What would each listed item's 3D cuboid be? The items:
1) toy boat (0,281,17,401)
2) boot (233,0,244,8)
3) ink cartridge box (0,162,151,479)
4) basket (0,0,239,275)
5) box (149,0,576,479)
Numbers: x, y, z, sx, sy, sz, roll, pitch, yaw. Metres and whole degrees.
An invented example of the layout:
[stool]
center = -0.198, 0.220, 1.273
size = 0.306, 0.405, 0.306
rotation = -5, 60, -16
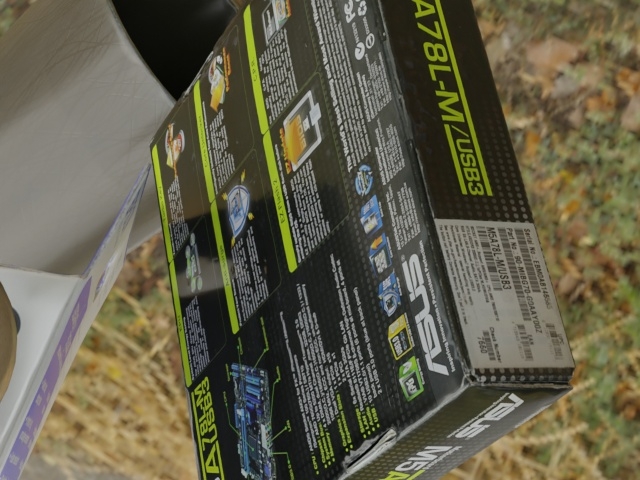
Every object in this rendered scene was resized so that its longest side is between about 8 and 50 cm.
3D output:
[toy boat]
center = -0.188, 0.049, 0.335
size = 0.231, 0.151, 0.151
rotation = -36, 101, 7
[boot]
center = -0.071, -0.086, 1.141
size = 0.165, 0.077, 0.213
rotation = -40, 136, 13
[ink cartridge box]
center = -0.132, 0.075, 0.560
size = 0.045, 0.208, 0.206
rotation = 26, 165, -5
[basket]
center = -0.152, -0.050, 0.834
size = 0.227, 0.204, 0.154
rotation = -38, 115, 18
[box]
center = 0.000, 0.000, 0.504
size = 0.045, 0.190, 0.184
rotation = 2, 150, -27
